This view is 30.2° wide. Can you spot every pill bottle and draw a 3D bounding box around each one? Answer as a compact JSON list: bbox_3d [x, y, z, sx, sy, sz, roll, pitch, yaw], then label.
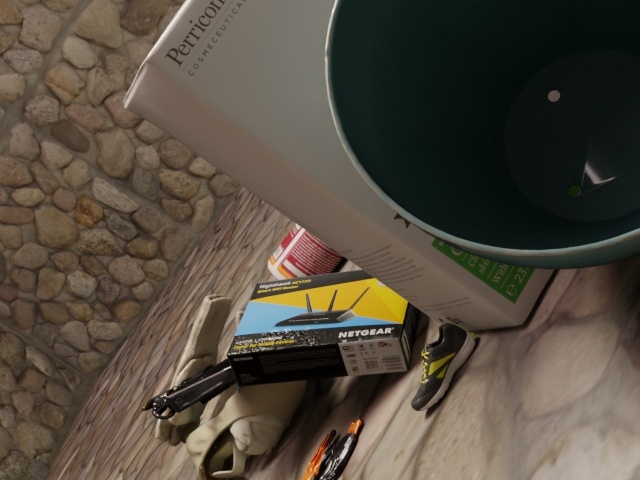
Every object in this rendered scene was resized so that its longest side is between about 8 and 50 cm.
[{"bbox_3d":[0.000,0.000,1.683,0.152,0.086,0.086,-53,10,14],"label":"pill bottle"}]

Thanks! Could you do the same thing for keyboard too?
[{"bbox_3d":[-0.092,0.146,1.398,0.202,0.033,0.317,-27,-1,22],"label":"keyboard"}]

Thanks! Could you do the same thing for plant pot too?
[{"bbox_3d":[0.173,-0.105,0.810,0.290,0.290,0.195,-56,-26,-1],"label":"plant pot"}]

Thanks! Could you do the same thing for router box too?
[{"bbox_3d":[0.008,0.085,1.202,0.179,0.046,0.133,-8,29,17],"label":"router box"}]

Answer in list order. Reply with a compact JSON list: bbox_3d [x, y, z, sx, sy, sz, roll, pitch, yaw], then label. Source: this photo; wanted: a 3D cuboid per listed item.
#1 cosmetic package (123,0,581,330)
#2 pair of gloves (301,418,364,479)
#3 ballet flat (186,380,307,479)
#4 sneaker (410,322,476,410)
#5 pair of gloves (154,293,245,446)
[{"bbox_3d":[0.042,-0.099,1.005,0.197,0.366,0.155,-59,10,-14],"label":"cosmetic package"},{"bbox_3d":[0.010,0.213,1.168,0.083,0.010,0.074,-34,22,57],"label":"pair of gloves"},{"bbox_3d":[-0.088,0.232,1.417,0.248,0.086,0.086,-46,13,48],"label":"ballet flat"},{"bbox_3d":[0.098,0.108,1.021,0.083,0.035,0.031,-56,9,-5],"label":"sneaker"},{"bbox_3d":[-0.135,0.180,1.571,0.204,0.042,0.240,-68,-18,-4],"label":"pair of gloves"}]
